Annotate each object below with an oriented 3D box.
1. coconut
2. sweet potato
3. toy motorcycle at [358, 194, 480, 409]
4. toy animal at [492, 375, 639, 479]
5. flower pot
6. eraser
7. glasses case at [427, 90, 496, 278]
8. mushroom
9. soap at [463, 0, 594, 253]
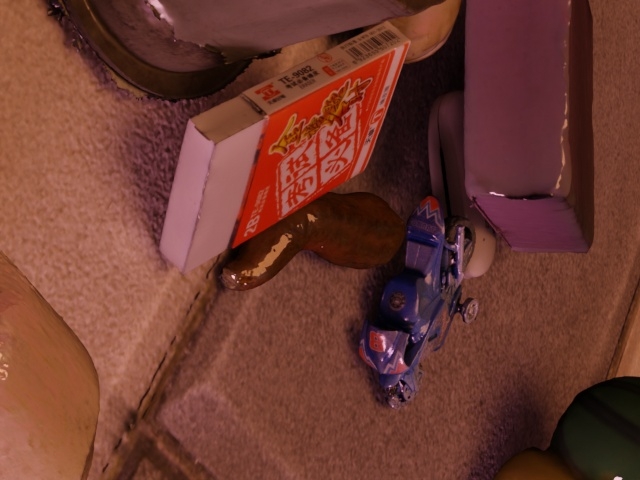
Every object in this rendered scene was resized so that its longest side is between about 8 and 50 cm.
[{"bbox_3d":[-0.251,0.091,0.876,0.224,0.224,0.234,-58,134,-35],"label":"coconut"},{"bbox_3d":[-0.001,-0.006,1.324,0.233,0.062,0.081,-9,97,-49],"label":"sweet potato"},{"bbox_3d":[0.094,0.064,1.427,0.114,0.076,0.205,27,83,-56],"label":"toy motorcycle"},{"bbox_3d":[0.282,0.286,1.562,0.338,0.191,0.216,-52,159,-7],"label":"toy animal"},{"bbox_3d":[-0.038,-0.249,1.114,0.290,0.259,0.290,-2,92,-53],"label":"flower pot"},{"bbox_3d":[-0.029,-0.078,1.206,0.230,0.038,0.157,-31,154,-37],"label":"eraser"},{"bbox_3d":[0.148,-0.058,1.521,0.076,0.049,0.197,-23,108,-55],"label":"glasses case"},{"bbox_3d":[0.080,-0.238,1.385,0.148,0.112,0.148,17,90,-81],"label":"mushroom"},{"bbox_3d":[0.220,-0.146,1.479,0.296,0.107,0.285,38,52,-70],"label":"soap"}]
